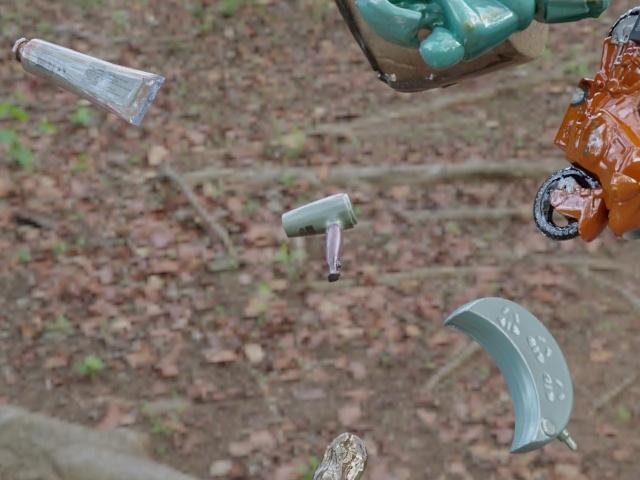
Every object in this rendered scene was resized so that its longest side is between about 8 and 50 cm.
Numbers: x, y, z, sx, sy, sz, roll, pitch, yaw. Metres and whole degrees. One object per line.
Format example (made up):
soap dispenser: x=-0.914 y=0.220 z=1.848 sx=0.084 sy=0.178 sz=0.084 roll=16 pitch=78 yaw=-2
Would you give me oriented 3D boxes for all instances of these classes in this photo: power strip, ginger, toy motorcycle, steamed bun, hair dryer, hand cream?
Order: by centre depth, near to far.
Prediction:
toy motorcycle: x=0.153 y=-0.274 z=1.408 sx=0.297 sy=0.109 sz=0.198 roll=-6 pitch=67 yaw=0
ginger: x=0.001 y=0.321 z=1.515 sx=0.084 sy=0.122 sz=0.290 roll=-19 pitch=17 yaw=19
toy motorcycle: x=0.384 y=-0.134 z=1.563 sx=0.221 sy=0.325 sz=0.148 roll=20 pitch=-5 yaw=44
hand cream: x=-0.285 y=-0.200 z=1.620 sx=0.210 sy=0.067 sz=0.043 roll=24 pitch=-12 yaw=25
steamed bun: x=0.153 y=-0.346 z=1.647 sx=0.252 sy=0.301 sz=0.199 roll=-12 pitch=10 yaw=40
power strip: x=0.285 y=0.193 z=1.896 sx=0.168 sy=0.253 sz=0.054 roll=-19 pitch=-14 yaw=-42
hair dryer: x=0.007 y=0.000 z=1.909 sx=0.106 sy=0.054 sz=0.154 roll=-18 pitch=41 yaw=2
